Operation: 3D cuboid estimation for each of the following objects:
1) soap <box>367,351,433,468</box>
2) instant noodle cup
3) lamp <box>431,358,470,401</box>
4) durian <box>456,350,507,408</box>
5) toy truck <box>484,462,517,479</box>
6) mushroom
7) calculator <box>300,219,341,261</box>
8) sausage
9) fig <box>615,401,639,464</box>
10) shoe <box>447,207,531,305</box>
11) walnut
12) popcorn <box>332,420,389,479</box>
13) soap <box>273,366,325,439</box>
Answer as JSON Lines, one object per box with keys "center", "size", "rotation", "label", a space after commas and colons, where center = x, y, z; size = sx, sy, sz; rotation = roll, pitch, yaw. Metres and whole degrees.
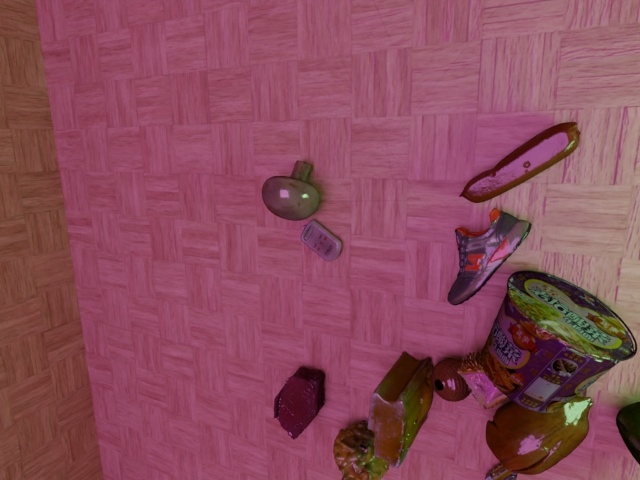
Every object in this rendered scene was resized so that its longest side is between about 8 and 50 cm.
{"center": [0.272, 0.547, 1.413], "size": [0.143, 0.281, 0.259], "rotation": [7, 105, 28], "label": "soap"}
{"center": [0.607, 0.284, 1.171], "size": [0.340, 0.340, 0.265], "rotation": [30, 122, 18], "label": "instant noodle cup"}
{"center": [0.427, 0.453, 1.394], "size": [0.136, 0.136, 0.136], "rotation": [6, 105, 26], "label": "lamp"}
{"center": [0.506, 0.424, 1.323], "size": [0.132, 0.165, 0.182], "rotation": [-41, 80, 3], "label": "durian"}
{"center": [0.602, 0.782, 1.428], "size": [0.063, 0.052, 0.123], "rotation": [46, 116, 16], "label": "toy truck"}
{"center": [-0.094, -0.182, 1.500], "size": [0.207, 0.207, 0.215], "rotation": [13, 76, 24], "label": "mushroom"}
{"center": [0.000, 0.000, 1.566], "size": [0.175, 0.032, 0.100], "rotation": [39, 116, 15], "label": "calculator"}
{"center": [0.552, -0.204, 1.199], "size": [0.348, 0.097, 0.094], "rotation": [-36, 77, 29], "label": "sausage"}
{"center": [0.931, 0.507, 1.130], "size": [0.235, 0.203, 0.203], "rotation": [-29, 87, 8], "label": "fig"}
{"center": [0.458, 0.039, 1.292], "size": [0.171, 0.132, 0.336], "rotation": [42, 115, 18], "label": "shoe"}
{"center": [0.650, 0.553, 1.272], "size": [0.336, 0.209, 0.209], "rotation": [-42, 81, 18], "label": "walnut"}
{"center": [0.148, 0.789, 1.582], "size": [0.218, 0.189, 0.169], "rotation": [26, 115, 21], "label": "popcorn"}
{"center": [-0.075, 0.628, 1.709], "size": [0.182, 0.112, 0.289], "rotation": [38, 115, 11], "label": "soap"}
